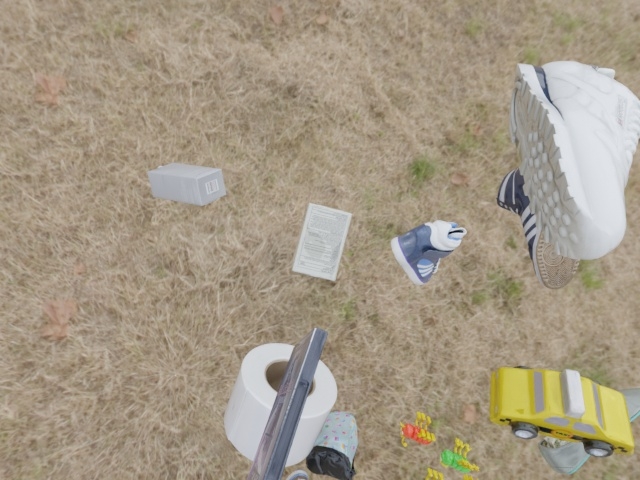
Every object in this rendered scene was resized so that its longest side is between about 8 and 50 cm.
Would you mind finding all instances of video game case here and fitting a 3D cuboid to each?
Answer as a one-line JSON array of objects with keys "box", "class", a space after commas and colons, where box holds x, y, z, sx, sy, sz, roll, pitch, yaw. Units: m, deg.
[{"box": [-0.061, 0.276, 0.626, 0.026, 0.196, 0.274, 21, 65, -4], "class": "video game case"}]

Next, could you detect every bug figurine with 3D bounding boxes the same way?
[{"box": [0.294, 0.566, 1.056, 0.216, 0.279, 0.072, 26, 108, -2], "class": "bug figurine"}]

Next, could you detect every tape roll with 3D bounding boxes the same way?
[{"box": [-0.100, 0.400, 1.061, 0.246, 0.246, 0.169, 15, 113, -14], "class": "tape roll"}]

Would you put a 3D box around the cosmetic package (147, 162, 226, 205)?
[{"box": [-0.460, -0.197, 1.466, 0.127, 0.238, 0.107, -38, 130, -49], "class": "cosmetic package"}]

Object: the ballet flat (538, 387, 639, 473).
[{"box": [0.464, 0.306, 0.731, 0.213, 0.072, 0.068, -39, 78, -5], "class": "ballet flat"}]

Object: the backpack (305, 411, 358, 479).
[{"box": [0.050, 0.607, 1.278, 0.152, 0.115, 0.182, 9, 22, 19], "class": "backpack"}]

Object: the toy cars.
[{"box": [0.399, 0.288, 0.539, 0.177, 0.087, 0.393, -28, 50, -19], "class": "toy cars"}]

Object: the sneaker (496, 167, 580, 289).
[{"box": [0.479, -0.038, 0.954, 0.099, 0.153, 0.281, -7, 91, -7], "class": "sneaker"}]

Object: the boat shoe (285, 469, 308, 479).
[{"box": [-0.101, 0.728, 1.191, 0.066, 0.066, 0.183, 31, 100, -16], "class": "boat shoe"}]

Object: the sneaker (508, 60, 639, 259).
[{"box": [0.219, -0.083, 0.351, 0.095, 0.090, 0.235, 3, 49, 12], "class": "sneaker"}]

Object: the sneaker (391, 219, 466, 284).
[{"box": [0.406, 0.041, 1.488, 0.323, 0.237, 0.130, 40, 33, -50], "class": "sneaker"}]

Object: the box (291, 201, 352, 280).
[{"box": [0.000, 0.000, 1.433, 0.149, 0.127, 0.232, 14, 95, -7], "class": "box"}]
